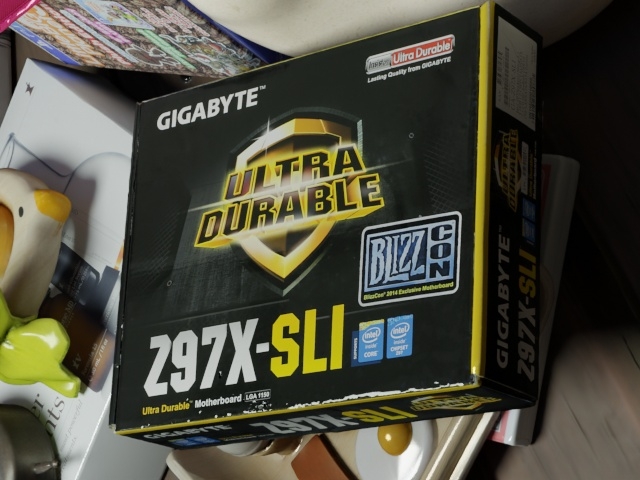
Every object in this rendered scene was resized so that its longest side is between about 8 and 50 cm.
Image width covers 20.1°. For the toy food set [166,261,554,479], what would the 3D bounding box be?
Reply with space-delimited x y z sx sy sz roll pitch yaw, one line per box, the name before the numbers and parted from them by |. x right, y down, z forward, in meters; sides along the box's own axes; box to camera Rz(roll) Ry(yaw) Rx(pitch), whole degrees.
toy food set | 0.016 0.089 1.290 0.220 0.092 0.306 40 110 42

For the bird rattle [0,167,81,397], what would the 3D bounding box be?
bird rattle | -0.282 0.041 1.515 0.253 0.143 0.207 10 77 59

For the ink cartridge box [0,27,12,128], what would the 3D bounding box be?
ink cartridge box | -0.404 -0.157 1.781 0.197 0.114 0.273 -19 70 42

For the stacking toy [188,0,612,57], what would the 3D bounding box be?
stacking toy | 0.060 -0.390 1.278 0.350 0.350 0.480 -22 52 40

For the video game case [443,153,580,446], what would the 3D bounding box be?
video game case | 0.058 0.027 1.346 0.285 0.025 0.204 9 88 46

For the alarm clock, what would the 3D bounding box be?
alarm clock | -0.291 0.192 1.505 0.192 0.064 0.129 28 103 47

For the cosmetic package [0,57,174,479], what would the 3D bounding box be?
cosmetic package | -0.218 0.069 1.566 0.284 0.097 0.377 36 107 45

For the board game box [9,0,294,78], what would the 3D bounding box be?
board game box | -0.126 -0.268 1.470 0.291 0.141 0.232 9 73 45

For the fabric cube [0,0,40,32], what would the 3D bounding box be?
fabric cube | -0.256 -0.366 1.353 0.259 0.258 0.254 -33 46 24

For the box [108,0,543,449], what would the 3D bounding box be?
box | 0.000 0.000 1.238 0.322 0.079 0.257 -11 69 38
